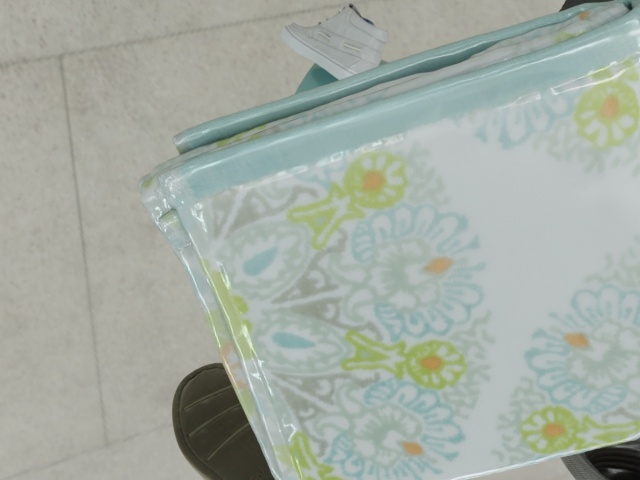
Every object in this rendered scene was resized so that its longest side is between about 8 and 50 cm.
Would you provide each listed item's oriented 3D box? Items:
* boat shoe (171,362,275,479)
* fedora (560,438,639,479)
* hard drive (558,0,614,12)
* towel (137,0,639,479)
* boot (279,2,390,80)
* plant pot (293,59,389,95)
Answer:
[{"bbox_3d":[-0.060,0.248,1.008,0.111,0.307,0.104,-29,131,-14],"label":"boat shoe"},{"bbox_3d":[0.378,0.313,1.097,0.244,0.275,0.124,5,105,-28],"label":"fedora"},{"bbox_3d":[0.462,-0.322,1.487,0.064,0.237,0.339,3,135,-27],"label":"hard drive"},{"bbox_3d":[0.090,0.027,0.725,0.374,0.090,0.320,-16,113,11],"label":"towel"},{"bbox_3d":[0.030,-0.373,1.787,0.095,0.258,0.123,12,111,-46],"label":"boot"},{"bbox_3d":[0.067,-0.240,1.966,0.293,0.235,0.293,-57,174,-10],"label":"plant pot"}]
